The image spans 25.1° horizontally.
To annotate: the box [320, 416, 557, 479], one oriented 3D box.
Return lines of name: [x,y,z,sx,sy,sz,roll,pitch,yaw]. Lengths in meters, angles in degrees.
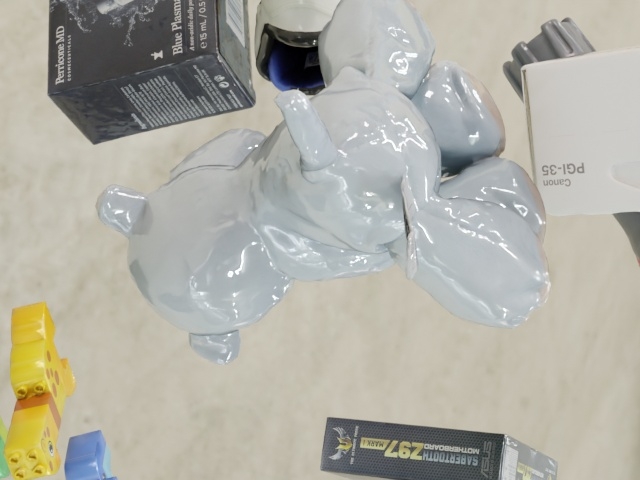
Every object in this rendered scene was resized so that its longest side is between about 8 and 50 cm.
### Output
box: [0.125,0.228,1.455,0.233,0.183,0.059,37,59,-64]

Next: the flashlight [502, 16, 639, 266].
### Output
flashlight: [0.279,-0.062,1.285,0.103,0.304,0.103,-38,167,26]

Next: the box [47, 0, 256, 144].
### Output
box: [-0.147,-0.185,1.249,0.093,0.158,0.156,53,29,-59]

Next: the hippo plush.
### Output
hippo plush: [0.000,0.000,0.969,0.234,0.236,0.294,51,27,-13]

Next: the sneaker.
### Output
sneaker: [-0.005,-0.222,1.205,0.315,0.127,0.182,-68,159,-69]

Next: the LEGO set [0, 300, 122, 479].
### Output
LEGO set: [-0.162,0.114,0.761,0.093,0.087,0.227,-95,169,-61]

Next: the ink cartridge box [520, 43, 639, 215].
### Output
ink cartridge box: [0.317,-0.101,1.095,0.283,0.207,0.117,-15,100,-47]
